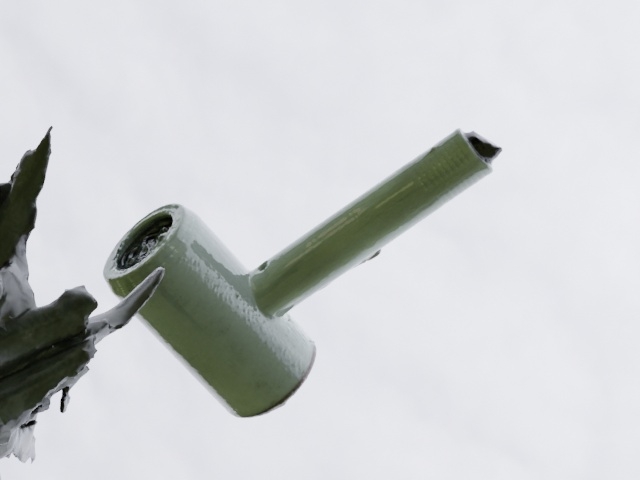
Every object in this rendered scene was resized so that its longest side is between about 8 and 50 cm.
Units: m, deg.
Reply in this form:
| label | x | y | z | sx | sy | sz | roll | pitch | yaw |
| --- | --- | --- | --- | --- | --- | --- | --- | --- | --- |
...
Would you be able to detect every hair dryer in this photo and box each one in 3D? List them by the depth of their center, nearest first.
| label | x | y | z | sx | sy | sz | roll | pitch | yaw |
| --- | --- | --- | --- | --- | --- | --- | --- | --- | --- |
| hair dryer | 0.000 | 0.000 | 0.669 | 0.236 | 0.073 | 0.131 | -32 | -62 | 14 |

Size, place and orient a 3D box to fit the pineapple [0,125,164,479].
| label | x | y | z | sx | sy | sz | roll | pitch | yaw |
| --- | --- | --- | --- | --- | --- | --- | --- | --- | --- |
| pineapple | -0.197 | 0.108 | 0.428 | 0.165 | 0.364 | 0.166 | 22 | -47 | 26 |
